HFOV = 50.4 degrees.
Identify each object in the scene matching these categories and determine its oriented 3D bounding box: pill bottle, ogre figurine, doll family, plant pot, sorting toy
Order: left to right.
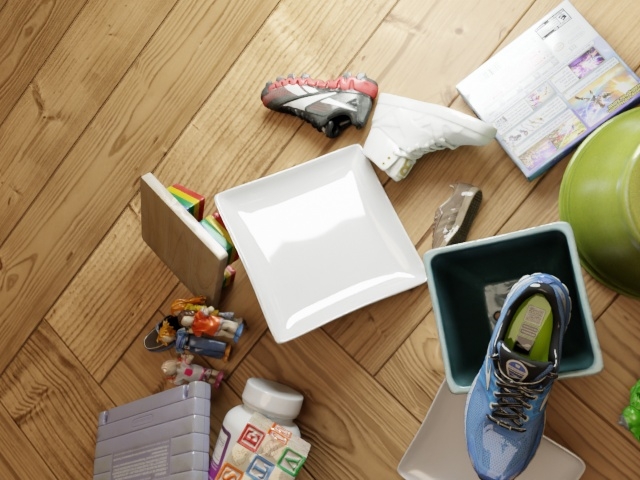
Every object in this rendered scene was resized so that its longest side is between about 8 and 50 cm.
[{"bbox_3d":[-0.285,-0.006,1.514,0.089,0.257,0.255,-37,74,-29],"label":"sorting toy"},{"bbox_3d":[-0.273,0.211,1.506,0.163,0.118,0.263,18,125,-10],"label":"doll family"},{"bbox_3d":[-0.138,0.450,1.417,0.169,0.169,0.301,19,90,23],"label":"pill bottle"},{"bbox_3d":[0.352,0.127,1.220,0.248,0.252,0.247,-13,78,20],"label":"plant pot"},{"bbox_3d":[0.604,0.284,1.187,0.118,0.097,0.197,28,105,11],"label":"ogre figurine"},{"bbox_3d":[0.580,-0.064,1.073,0.366,0.353,0.366,0,91,16],"label":"plant pot"}]

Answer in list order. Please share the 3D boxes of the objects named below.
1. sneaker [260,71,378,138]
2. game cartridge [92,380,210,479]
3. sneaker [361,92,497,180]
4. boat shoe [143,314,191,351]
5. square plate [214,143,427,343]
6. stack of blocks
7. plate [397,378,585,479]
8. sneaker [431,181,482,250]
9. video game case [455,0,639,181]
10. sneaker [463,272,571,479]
[{"bbox_3d":[-0.011,-0.294,1.501,0.276,0.097,0.135,4,82,21],"label":"sneaker"},{"bbox_3d":[-0.375,0.460,1.495,0.355,0.068,0.230,-23,61,34],"label":"game cartridge"},{"bbox_3d":[0.211,-0.190,1.383,0.292,0.108,0.169,24,95,44],"label":"sneaker"},{"bbox_3d":[-0.350,0.202,1.587,0.183,0.066,0.066,-33,71,14],"label":"boat shoe"},{"bbox_3d":[0.000,0.000,1.420,0.347,0.049,0.344,-21,73,-14],"label":"square plate"},{"bbox_3d":[-0.131,0.503,1.286,0.171,0.087,0.297,29,91,4],"label":"stack of blocks"},{"bbox_3d":[0.310,0.416,1.267,0.277,0.045,0.278,33,121,22],"label":"plate"},{"bbox_3d":[0.262,-0.030,1.388,0.071,0.066,0.188,28,88,39],"label":"sneaker"},{"bbox_3d":[0.449,-0.292,1.340,0.269,0.061,0.244,-37,71,13],"label":"video game case"},{"bbox_3d":[0.287,0.206,1.021,0.130,0.147,0.330,13,89,22],"label":"sneaker"}]
